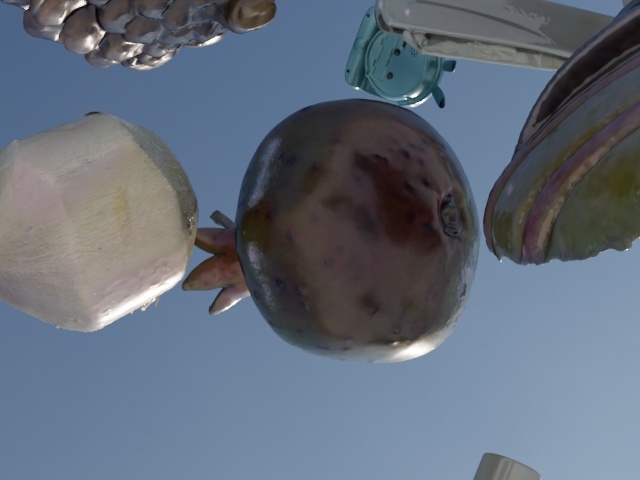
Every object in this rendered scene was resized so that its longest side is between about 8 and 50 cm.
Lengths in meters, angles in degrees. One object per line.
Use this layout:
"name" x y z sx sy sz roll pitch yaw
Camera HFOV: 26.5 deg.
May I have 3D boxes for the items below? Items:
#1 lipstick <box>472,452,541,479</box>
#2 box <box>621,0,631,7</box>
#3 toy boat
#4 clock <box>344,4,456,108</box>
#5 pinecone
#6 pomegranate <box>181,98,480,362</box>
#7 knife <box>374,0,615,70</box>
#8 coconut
"lipstick" 0.158 0.354 1.433 0.070 0.070 0.254 36 -109 -35
"box" 0.411 -0.146 1.111 0.288 0.349 0.141 27 -75 -28
"toy boat" 0.199 -0.073 0.850 0.111 0.276 0.293 54 -135 -7
"clock" 0.104 -0.211 1.620 0.045 0.147 0.108 -4 -62 -54
"pinecone" -0.123 -0.222 0.822 0.224 0.224 0.272 -34 -103 -28
"pomegranate" 0.023 0.008 1.471 0.290 0.323 0.291 17 -123 -28
"knife" 0.179 -0.193 1.254 0.265 0.040 0.073 8 -109 -9
"coconut" -0.253 -0.015 1.393 0.234 0.224 0.224 -37 -62 -21
